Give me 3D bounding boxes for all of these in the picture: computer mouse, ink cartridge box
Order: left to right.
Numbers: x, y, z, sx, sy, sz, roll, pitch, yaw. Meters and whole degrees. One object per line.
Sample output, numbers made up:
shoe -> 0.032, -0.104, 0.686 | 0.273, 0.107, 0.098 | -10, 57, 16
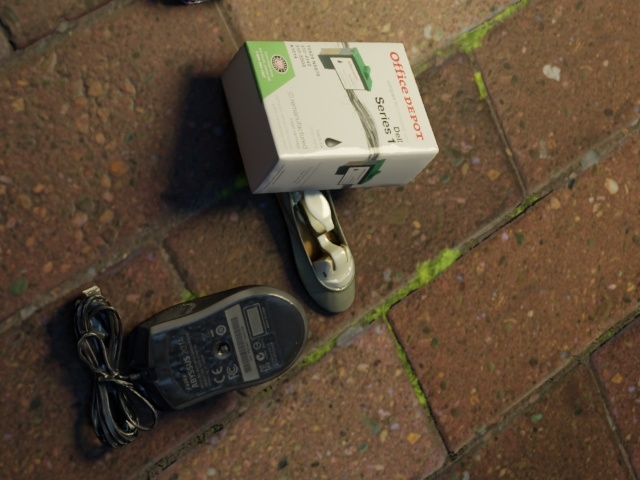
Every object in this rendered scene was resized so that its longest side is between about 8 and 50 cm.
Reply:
computer mouse -> -0.150, 0.120, 1.500 | 0.272, 0.072, 0.189 | -14, 105, -15
ink cartridge box -> 0.011, -0.148, 1.506 | 0.219, 0.092, 0.160 | -5, 67, -29

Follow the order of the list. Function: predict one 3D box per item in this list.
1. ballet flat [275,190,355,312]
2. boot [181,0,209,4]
ballet flat -> 0.000, 0.000, 1.566 | 0.072, 0.068, 0.213 | -30, 110, -23
boot -> -0.168, -0.308, 1.432 | 0.190, 0.069, 0.086 | -11, 98, -30
